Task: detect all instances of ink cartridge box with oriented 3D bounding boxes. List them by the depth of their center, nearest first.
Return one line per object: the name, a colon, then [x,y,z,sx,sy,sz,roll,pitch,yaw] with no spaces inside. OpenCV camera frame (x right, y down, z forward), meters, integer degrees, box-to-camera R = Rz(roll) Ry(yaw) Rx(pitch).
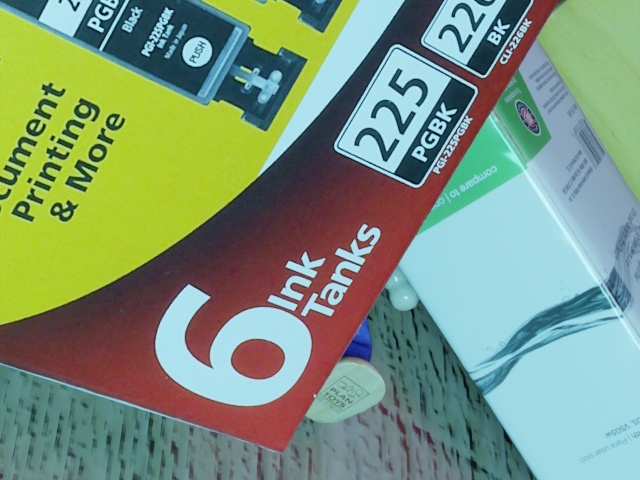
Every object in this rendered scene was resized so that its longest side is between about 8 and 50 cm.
ink cartridge box: [-0.064,-0.119,0.428,0.272,0.309,0.130,23,14,-31]
ink cartridge box: [0.117,0.014,0.665,0.208,0.087,0.153,57,25,-2]

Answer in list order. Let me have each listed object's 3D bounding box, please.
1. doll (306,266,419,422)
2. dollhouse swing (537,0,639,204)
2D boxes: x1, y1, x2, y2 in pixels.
doll: [0.000,0.000,0.626,0.129,0.046,0.189,31,35,-23]
dollhouse swing: [0.350,-0.124,0.847,0.305,0.347,0.315,50,37,-1]
